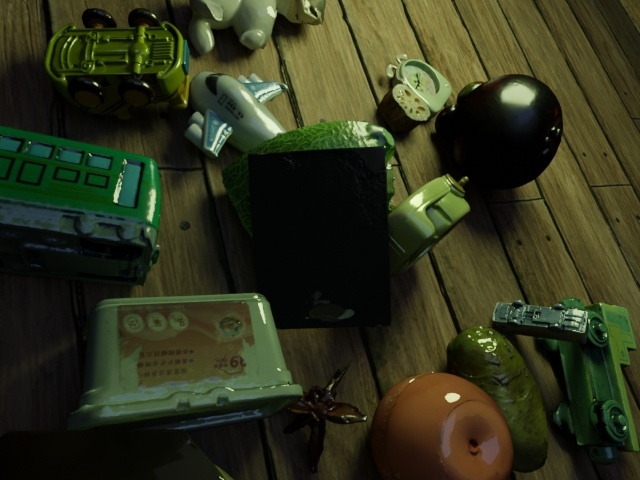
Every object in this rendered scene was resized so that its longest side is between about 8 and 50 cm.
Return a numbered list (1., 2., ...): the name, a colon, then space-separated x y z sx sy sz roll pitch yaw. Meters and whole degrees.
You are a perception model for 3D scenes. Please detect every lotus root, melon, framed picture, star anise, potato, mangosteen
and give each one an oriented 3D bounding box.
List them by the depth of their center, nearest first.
1. framed picture: 0.000 0.000 0.807 0.245 0.013 0.323 -2 97 4
2. star anise: 0.005 0.293 0.809 0.140 0.144 0.158 -41 79 10
3. melon: -0.011 -0.127 0.860 0.324 0.124 0.196 -29 88 10
4. potato: 0.358 0.318 0.917 0.176 0.141 0.297 -15 82 -17
5. mangosteen: 0.450 -0.282 1.162 0.314 0.296 0.296 22 55 16
6. lotus root: 0.220 -0.344 1.186 0.112 0.081 0.122 -36 85 -36

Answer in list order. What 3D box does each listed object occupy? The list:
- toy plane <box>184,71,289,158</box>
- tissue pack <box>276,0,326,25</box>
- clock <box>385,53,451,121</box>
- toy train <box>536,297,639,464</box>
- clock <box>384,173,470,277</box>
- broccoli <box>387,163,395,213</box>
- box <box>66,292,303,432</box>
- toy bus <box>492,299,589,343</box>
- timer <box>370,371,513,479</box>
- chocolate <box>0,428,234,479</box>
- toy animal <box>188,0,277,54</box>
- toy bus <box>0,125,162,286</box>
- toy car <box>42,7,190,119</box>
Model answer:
1. toy plane: -0.157 -0.253 0.936 0.267 0.122 0.266 10 61 -20
2. tissue pack: -0.129 -0.761 1.141 0.376 0.195 0.389 20 60 -22
3. clock: 0.269 -0.438 1.265 0.191 0.062 0.151 39 57 -5
4. toy train: 0.651 0.323 1.058 0.237 0.150 0.368 15 63 -26
5. clock: 0.213 -0.031 0.944 0.308 0.235 0.096 -33 74 -37
6. broccoli: 0.085 -0.114 0.977 0.196 0.156 0.195 -8 104 -36
7. box: -0.205 0.187 0.689 0.312 0.175 0.182 0 58 -26
8. toy bus: 0.497 0.183 1.020 0.075 0.191 0.064 50 55 -36
9. timer: 0.204 0.348 0.782 0.230 0.215 0.229 7 68 -18
10. chocolate: -0.223 0.399 0.510 0.327 0.297 0.313 1 59 -7
11. toy animal: -0.201 -0.513 1.031 0.193 0.127 0.178 3 68 -28
12. toy bus: -0.416 -0.055 0.677 0.344 0.183 0.199 10 60 -23
13. toy car: -0.366 -0.314 0.847 0.248 0.142 0.200 0 65 -2
